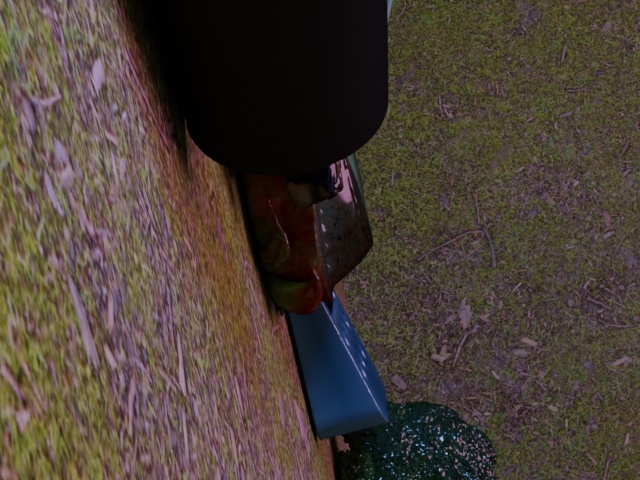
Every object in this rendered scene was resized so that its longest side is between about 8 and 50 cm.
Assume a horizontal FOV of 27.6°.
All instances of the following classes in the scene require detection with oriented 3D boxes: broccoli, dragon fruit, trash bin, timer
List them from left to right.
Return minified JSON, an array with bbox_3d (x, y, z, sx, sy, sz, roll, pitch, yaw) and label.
[{"bbox_3d":[-0.046,-0.226,0.981,0.333,0.214,0.214,86,-4,-45],"label":"trash bin"},{"bbox_3d":[-0.023,-0.059,1.482,0.268,0.130,0.295,48,29,-74],"label":"dragon fruit"},{"bbox_3d":[0.011,0.115,1.708,0.232,0.091,0.249,-77,151,-81],"label":"timer"},{"bbox_3d":[0.134,0.362,1.886,0.294,0.265,0.245,45,-48,34],"label":"broccoli"}]

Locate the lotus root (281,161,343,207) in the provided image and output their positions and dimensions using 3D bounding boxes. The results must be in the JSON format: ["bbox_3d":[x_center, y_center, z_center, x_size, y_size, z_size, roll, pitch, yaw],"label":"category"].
[{"bbox_3d":[-0.035,-0.182,1.272,0.182,0.183,0.309,-96,172,-65],"label":"lotus root"}]

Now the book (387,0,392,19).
[{"bbox_3d":[0.060,-0.211,1.484,0.127,0.014,0.181,-82,-174,-72],"label":"book"}]

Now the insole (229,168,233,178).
[{"bbox_3d":[-0.105,-0.130,1.347,0.045,0.002,0.135,18,60,-86],"label":"insole"}]
